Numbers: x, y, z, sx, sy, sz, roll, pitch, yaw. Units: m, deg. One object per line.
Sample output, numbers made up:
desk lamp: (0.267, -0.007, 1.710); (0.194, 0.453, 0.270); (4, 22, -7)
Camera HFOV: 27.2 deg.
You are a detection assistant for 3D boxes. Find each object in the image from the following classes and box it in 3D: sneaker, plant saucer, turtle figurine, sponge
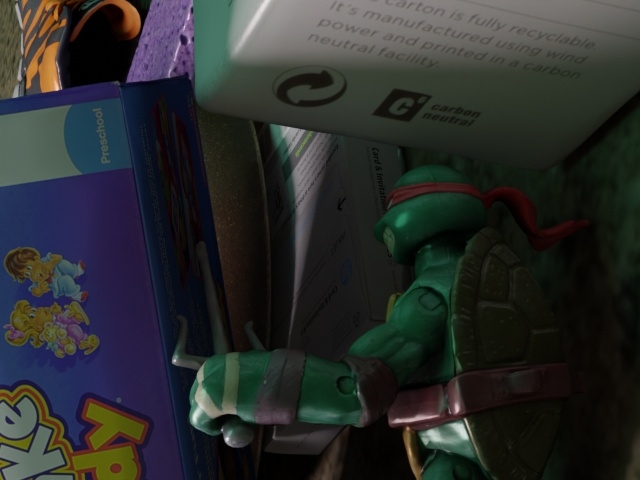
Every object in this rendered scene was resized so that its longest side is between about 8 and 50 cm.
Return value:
sneaker: (-0.211, -0.227, 1.207); (0.180, 0.124, 0.321); (-13, 81, 61)
plant saucer: (-0.089, 0.056, 0.839); (0.310, 0.050, 0.311); (-178, 90, -75)
turtle figurine: (0.036, 0.061, 0.486); (0.118, 0.175, 0.234); (-20, 72, 40)
sponge: (-0.118, -0.145, 1.047); (0.117, 0.031, 0.210); (-107, 32, -46)

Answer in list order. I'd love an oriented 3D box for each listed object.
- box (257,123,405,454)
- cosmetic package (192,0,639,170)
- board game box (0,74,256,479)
box: (0.000, 0.000, 0.716); (0.145, 0.038, 0.186); (124, 147, -48)
cosmetic package: (0.107, -0.234, 0.384); (0.453, 0.161, 0.230); (132, 140, -53)
board game box: (-0.079, 0.105, 0.585); (0.233, 0.078, 0.347); (-85, -14, -83)
